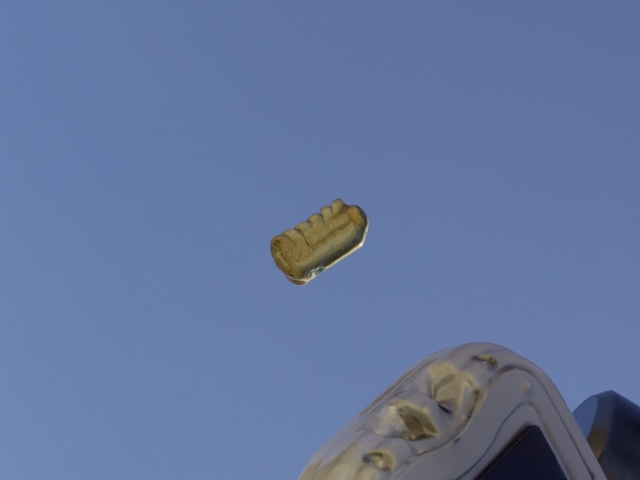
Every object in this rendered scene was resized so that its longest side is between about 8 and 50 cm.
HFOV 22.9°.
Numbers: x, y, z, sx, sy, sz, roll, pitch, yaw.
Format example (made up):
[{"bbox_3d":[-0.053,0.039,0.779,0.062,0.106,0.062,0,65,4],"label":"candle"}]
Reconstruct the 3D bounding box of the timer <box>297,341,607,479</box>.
[{"bbox_3d":[0.104,0.206,1.066,0.087,0.262,0.237,-18,-76,46],"label":"timer"}]

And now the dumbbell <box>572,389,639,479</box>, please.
[{"bbox_3d":[0.332,0.293,1.387,0.322,0.204,0.204,32,-49,1],"label":"dumbbell"}]

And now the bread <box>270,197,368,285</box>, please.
[{"bbox_3d":[0.000,0.000,1.337,0.049,0.088,0.034,53,-11,9],"label":"bread"}]
